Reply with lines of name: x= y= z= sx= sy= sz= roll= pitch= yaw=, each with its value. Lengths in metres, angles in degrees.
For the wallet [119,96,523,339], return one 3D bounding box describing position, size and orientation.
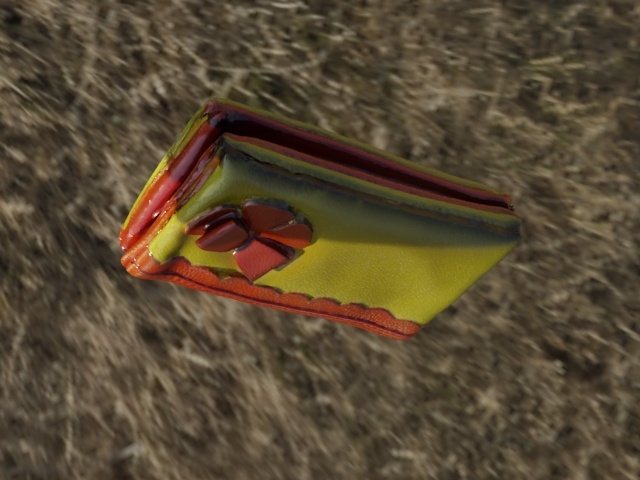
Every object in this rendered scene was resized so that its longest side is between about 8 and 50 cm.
wallet: x=0.000 y=0.000 z=1.197 sx=0.241 sy=0.067 sz=0.141 roll=15 pitch=133 yaw=-33
